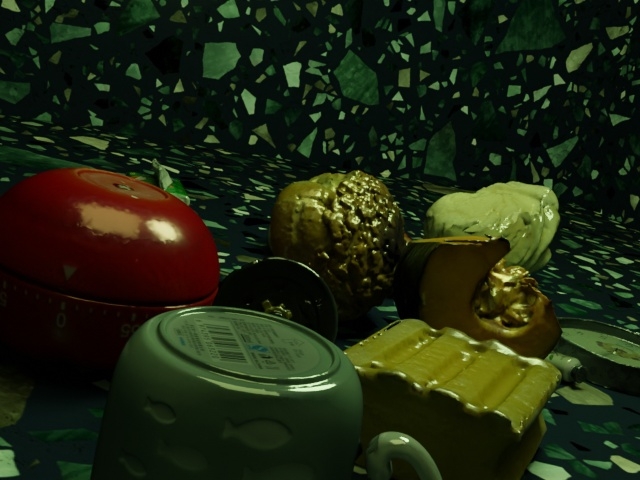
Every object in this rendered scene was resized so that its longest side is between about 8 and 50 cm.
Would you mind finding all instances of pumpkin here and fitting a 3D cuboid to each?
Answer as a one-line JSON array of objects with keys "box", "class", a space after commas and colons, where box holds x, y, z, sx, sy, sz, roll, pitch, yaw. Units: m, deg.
[{"box": [0.279, 0.120, 1.678, 0.256, 0.303, 0.225, -29, 4, 4], "class": "pumpkin"}]

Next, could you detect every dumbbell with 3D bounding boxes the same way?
[{"box": [-0.074, 0.120, 1.378, 0.185, 0.185, 0.388, 12, -5, -4], "class": "dumbbell"}]

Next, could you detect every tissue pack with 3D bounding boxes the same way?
[{"box": [-0.422, -0.124, 2.293, 0.147, 0.156, 0.209, 11, 12, -19], "class": "tissue pack"}]

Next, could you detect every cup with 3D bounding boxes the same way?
[{"box": [-0.047, 0.234, 0.876, 0.356, 0.275, 0.259, 13, 14, 5], "class": "cup"}]

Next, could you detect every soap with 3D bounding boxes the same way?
[{"box": [0.184, 0.240, 1.336, 0.293, 0.156, 0.335, 13, 13, 21], "class": "soap"}]

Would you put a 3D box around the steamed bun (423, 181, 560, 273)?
[{"box": [0.479, -0.018, 2.490, 0.372, 0.231, 0.325, -16, 29, 4], "class": "steamed bun"}]

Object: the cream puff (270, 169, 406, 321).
[{"box": [0.050, 0.001, 1.803, 0.231, 0.327, 0.343, -3, -28, 23], "class": "cream puff"}]

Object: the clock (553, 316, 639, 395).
[{"box": [0.633, 0.247, 1.932, 0.312, 0.062, 0.312, 13, 13, -3], "class": "clock"}]

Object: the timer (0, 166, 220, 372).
[{"box": [-0.346, 0.040, 1.412, 0.377, 0.279, 0.378, 14, 11, -3], "class": "timer"}]

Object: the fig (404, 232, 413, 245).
[{"box": [0.101, 0.060, 2.110, 0.257, 0.159, 0.159, -15, 22, -19], "class": "fig"}]

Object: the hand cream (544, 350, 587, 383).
[{"box": [0.453, 0.239, 1.845, 0.080, 0.050, 0.234, 0, 12, -31], "class": "hand cream"}]

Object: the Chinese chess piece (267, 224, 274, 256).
[{"box": [0.000, 0.000, 2.266, 0.269, 0.112, 0.270, 13, 13, -3], "class": "Chinese chess piece"}]
